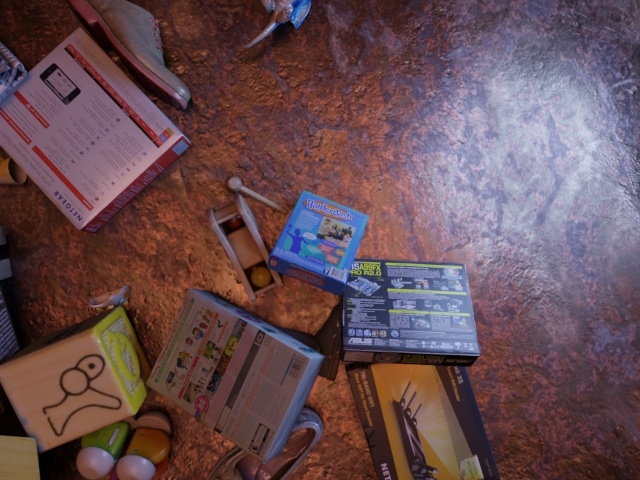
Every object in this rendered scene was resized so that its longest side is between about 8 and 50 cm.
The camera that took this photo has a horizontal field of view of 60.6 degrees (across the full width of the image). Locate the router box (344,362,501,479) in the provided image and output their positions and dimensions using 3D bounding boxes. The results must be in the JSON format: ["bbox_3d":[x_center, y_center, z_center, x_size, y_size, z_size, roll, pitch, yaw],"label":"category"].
[{"bbox_3d":[0.210,0.383,1.156,0.243,0.081,0.308,-17,86,-1],"label":"router box"}]

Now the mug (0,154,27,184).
[{"bbox_3d":[-0.696,-0.156,1.202,0.064,0.062,0.078,-8,109,8],"label":"mug"}]

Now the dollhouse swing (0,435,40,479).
[{"bbox_3d":[-0.710,0.494,0.947,0.347,0.315,0.304,-9,65,26],"label":"dollhouse swing"}]

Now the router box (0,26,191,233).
[{"bbox_3d":[-0.511,-0.238,1.197,0.301,0.082,0.335,-43,87,-2],"label":"router box"}]

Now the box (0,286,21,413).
[{"bbox_3d":[-0.738,0.157,1.076,0.191,0.143,0.381,-5,108,-2],"label":"box"}]

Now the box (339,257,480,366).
[{"bbox_3d":[0.175,0.144,1.127,0.270,0.060,0.216,3,54,-3],"label":"box"}]

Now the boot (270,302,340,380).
[{"bbox_3d":[-0.053,0.203,1.181,0.209,0.076,0.189,13,84,8],"label":"boot"}]

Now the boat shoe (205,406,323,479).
[{"bbox_3d":[-0.128,0.474,1.138,0.320,0.103,0.118,-37,87,-3],"label":"boat shoe"}]

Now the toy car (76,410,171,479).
[{"bbox_3d":[-0.401,0.440,1.135,0.182,0.159,0.136,11,123,0],"label":"toy car"}]

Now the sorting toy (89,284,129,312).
[{"bbox_3d":[-0.457,0.131,1.175,0.083,0.075,0.044,-21,86,-1],"label":"sorting toy"}]

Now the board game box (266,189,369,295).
[{"bbox_3d":[0.000,0.000,1.140,0.160,0.047,0.210,22,47,2],"label":"board game box"}]

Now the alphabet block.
[{"bbox_3d":[-0.474,0.268,1.093,0.197,0.193,0.192,-21,100,-2],"label":"alphabet block"}]

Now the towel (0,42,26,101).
[{"bbox_3d":[-0.785,-0.330,1.141,0.283,0.121,0.235,-46,62,-2],"label":"towel"}]

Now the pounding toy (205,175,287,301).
[{"bbox_3d":[-0.135,-0.024,1.147,0.155,0.154,0.269,-26,87,-2],"label":"pounding toy"}]

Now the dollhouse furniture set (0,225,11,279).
[{"bbox_3d":[-0.820,-0.013,1.179,0.262,0.135,0.259,-5,97,0],"label":"dollhouse furniture set"}]

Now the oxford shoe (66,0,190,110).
[{"bbox_3d":[-0.392,-0.436,1.195,0.130,0.123,0.348,-44,90,-11],"label":"oxford shoe"}]

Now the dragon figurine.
[{"bbox_3d":[-0.071,-0.530,1.216,0.085,0.144,0.289,33,106,0],"label":"dragon figurine"}]

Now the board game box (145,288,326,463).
[{"bbox_3d":[-0.173,0.261,1.101,0.303,0.097,0.224,26,92,21],"label":"board game box"}]
